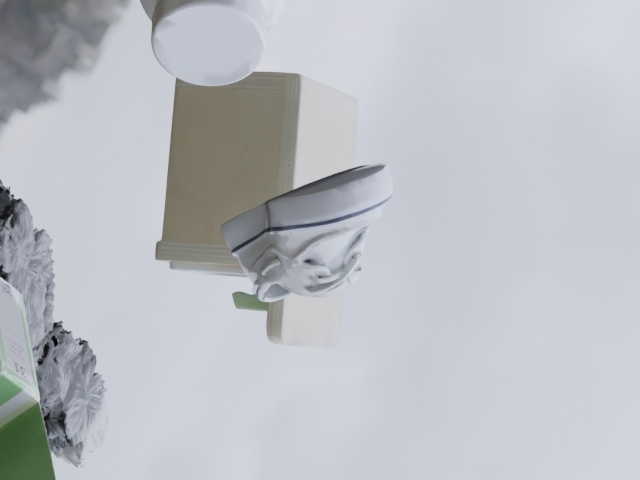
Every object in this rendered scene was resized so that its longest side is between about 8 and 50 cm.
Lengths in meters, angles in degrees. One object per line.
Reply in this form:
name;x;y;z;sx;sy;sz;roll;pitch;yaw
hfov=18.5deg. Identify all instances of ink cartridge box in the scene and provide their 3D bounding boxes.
ink cartridge box;-0.283;0.150;1.440;0.171;0.056;0.235;-33;-138;13

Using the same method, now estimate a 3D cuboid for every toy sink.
toy sink;-0.058;-0.025;1.753;0.153;0.131;0.234;10;83;-69

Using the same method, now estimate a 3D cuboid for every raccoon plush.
raccoon plush;-0.413;0.090;1.861;0.446;0.299;0.216;77;32;-47

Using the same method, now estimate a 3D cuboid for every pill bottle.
pill bottle;-0.065;-0.180;1.228;0.094;0.094;0.169;-47;-150;41

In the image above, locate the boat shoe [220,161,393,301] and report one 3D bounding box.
boat shoe;0.000;0.000;1.476;0.095;0.084;0.258;-21;180;-16
